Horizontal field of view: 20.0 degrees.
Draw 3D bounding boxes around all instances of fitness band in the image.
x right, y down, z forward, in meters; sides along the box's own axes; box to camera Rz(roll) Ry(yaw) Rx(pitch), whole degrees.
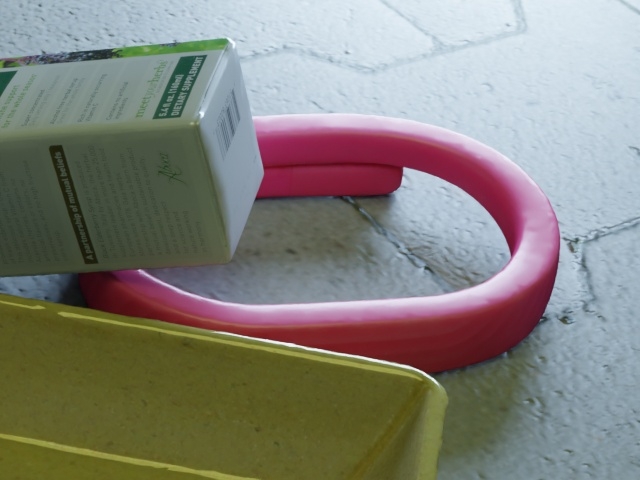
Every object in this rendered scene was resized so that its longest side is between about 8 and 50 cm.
[{"bbox_3d":[0.000,0.000,1.087,0.291,0.054,0.209,-4,37,-14],"label":"fitness band"}]

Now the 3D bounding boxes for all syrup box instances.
[{"bbox_3d":[-0.161,-0.043,1.026,0.237,0.096,0.093,-3,34,14],"label":"syrup box"}]

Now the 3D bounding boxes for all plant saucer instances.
[{"bbox_3d":[-0.124,0.161,0.814,0.333,0.081,0.333,10,36,3],"label":"plant saucer"}]
